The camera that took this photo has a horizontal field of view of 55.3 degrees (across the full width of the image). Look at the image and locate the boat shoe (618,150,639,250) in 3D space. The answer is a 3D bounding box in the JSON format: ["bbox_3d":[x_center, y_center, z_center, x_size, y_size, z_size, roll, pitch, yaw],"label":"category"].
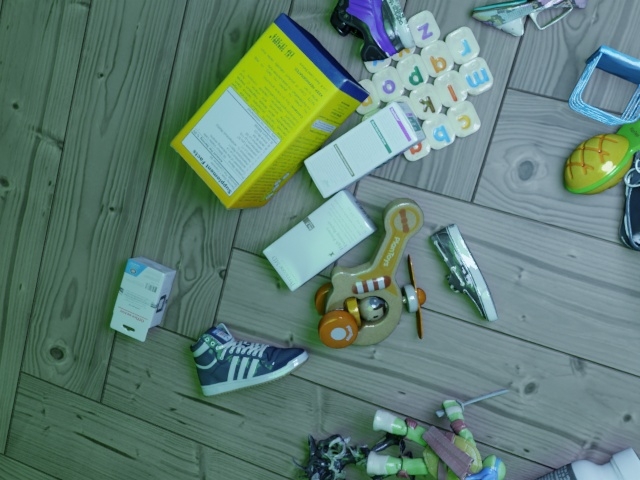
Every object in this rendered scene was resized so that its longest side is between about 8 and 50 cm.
[{"bbox_3d":[0.632,-0.105,1.178,0.095,0.079,0.255,14,98,14],"label":"boat shoe"}]

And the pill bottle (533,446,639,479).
[{"bbox_3d":[0.498,0.568,1.211,0.363,0.210,0.210,-33,87,15],"label":"pill bottle"}]

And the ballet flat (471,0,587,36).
[{"bbox_3d":[0.417,-0.453,1.209,0.221,0.077,0.079,-13,112,15],"label":"ballet flat"}]

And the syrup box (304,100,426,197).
[{"bbox_3d":[0.094,-0.190,1.280,0.236,0.093,0.096,-29,91,25],"label":"syrup box"}]

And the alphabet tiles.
[{"bbox_3d":[0.210,-0.325,1.295,0.284,0.021,0.278,-25,87,15],"label":"alphabet tiles"}]

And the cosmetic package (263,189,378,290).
[{"bbox_3d":[0.000,0.000,1.350,0.231,0.085,0.117,-38,85,14],"label":"cosmetic package"}]

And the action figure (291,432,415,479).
[{"bbox_3d":[0.061,0.501,1.356,0.275,0.141,0.164,-17,92,12],"label":"action figure"}]

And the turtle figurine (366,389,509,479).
[{"bbox_3d":[0.245,0.437,1.263,0.266,0.274,0.198,7,111,18],"label":"turtle figurine"}]

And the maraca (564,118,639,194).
[{"bbox_3d":[0.549,-0.160,1.170,0.099,0.127,0.185,37,115,-20],"label":"maraca"}]

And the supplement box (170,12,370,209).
[{"bbox_3d":[-0.103,-0.256,1.285,0.356,0.195,0.194,-44,80,16],"label":"supplement box"}]

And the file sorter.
[{"bbox_3d":[0.542,-0.281,1.140,0.118,0.170,0.105,27,105,10],"label":"file sorter"}]

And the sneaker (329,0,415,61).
[{"bbox_3d":[0.076,-0.504,1.263,0.146,0.102,0.293,-24,83,17],"label":"sneaker"}]

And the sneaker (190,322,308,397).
[{"bbox_3d":[-0.175,0.257,1.412,0.282,0.099,0.153,-20,92,18],"label":"sneaker"}]

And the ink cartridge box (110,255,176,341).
[{"bbox_3d":[-0.433,0.141,1.486,0.104,0.060,0.180,21,100,11],"label":"ink cartridge box"}]

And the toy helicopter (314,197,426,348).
[{"bbox_3d":[0.140,0.077,1.284,0.234,0.140,0.355,14,116,-12],"label":"toy helicopter"}]

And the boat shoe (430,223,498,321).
[{"bbox_3d":[0.302,0.075,1.287,0.070,0.078,0.219,-27,80,15],"label":"boat shoe"}]
